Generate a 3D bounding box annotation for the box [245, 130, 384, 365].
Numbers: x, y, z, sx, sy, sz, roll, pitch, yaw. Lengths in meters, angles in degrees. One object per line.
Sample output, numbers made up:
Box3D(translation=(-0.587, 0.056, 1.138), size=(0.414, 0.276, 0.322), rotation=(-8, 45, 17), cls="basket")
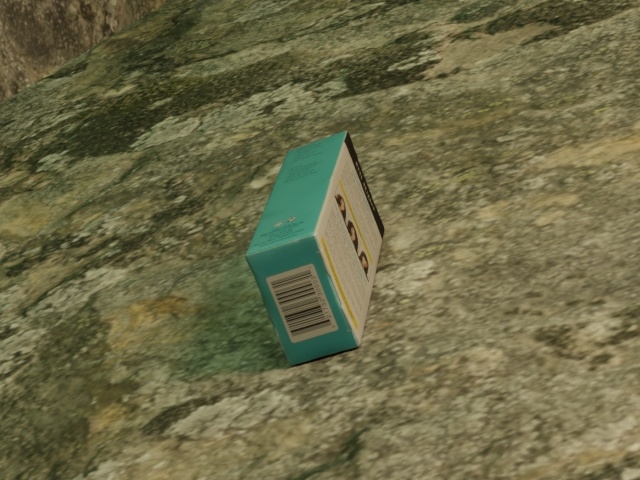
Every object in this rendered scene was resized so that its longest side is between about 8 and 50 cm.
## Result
Box3D(translation=(0.000, 0.000, 1.317), size=(0.060, 0.100, 0.244), rotation=(-17, 18, 13), cls="box")
